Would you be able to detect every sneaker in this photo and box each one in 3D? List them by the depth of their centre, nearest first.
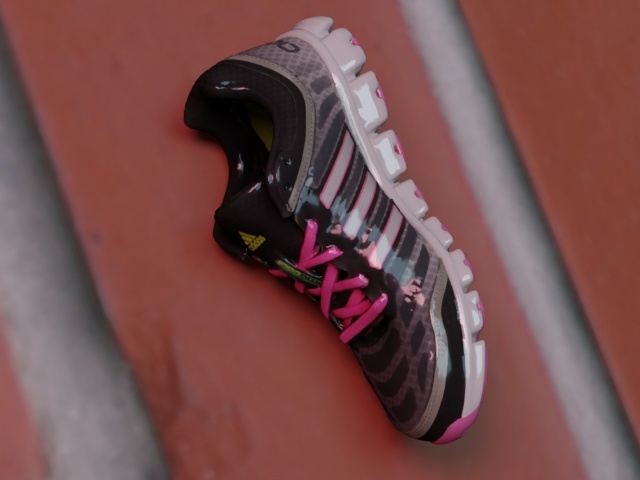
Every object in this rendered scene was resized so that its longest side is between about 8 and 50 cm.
[{"bbox_3d":[0.000,0.000,0.616,0.075,0.063,0.170,-14,74,-32],"label":"sneaker"}]
